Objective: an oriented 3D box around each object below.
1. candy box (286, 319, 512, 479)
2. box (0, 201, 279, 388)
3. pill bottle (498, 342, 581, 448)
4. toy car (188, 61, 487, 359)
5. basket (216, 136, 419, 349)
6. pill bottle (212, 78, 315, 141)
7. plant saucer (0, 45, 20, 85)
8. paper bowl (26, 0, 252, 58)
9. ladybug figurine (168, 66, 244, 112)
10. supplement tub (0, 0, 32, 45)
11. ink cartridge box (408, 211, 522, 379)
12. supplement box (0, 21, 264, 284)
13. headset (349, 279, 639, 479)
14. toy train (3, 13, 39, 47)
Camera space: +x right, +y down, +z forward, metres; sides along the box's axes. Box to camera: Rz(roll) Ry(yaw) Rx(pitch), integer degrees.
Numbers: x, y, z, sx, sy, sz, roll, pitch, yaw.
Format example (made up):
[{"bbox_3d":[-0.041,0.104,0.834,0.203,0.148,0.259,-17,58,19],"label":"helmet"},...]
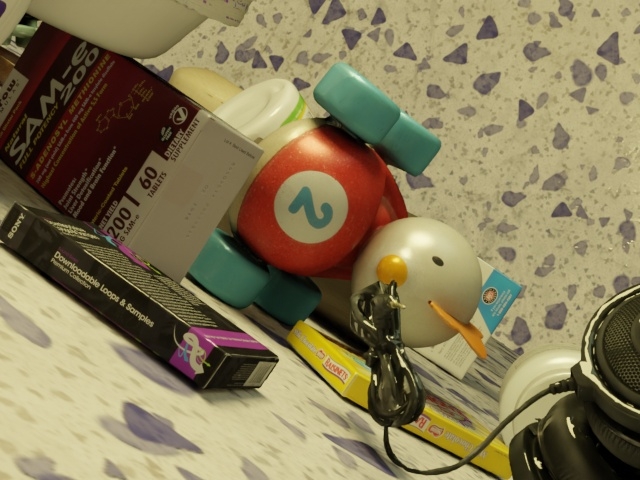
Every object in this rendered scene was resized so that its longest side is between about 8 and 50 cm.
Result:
[{"bbox_3d":[0.071,0.135,1.098,0.206,0.027,0.105,31,6,-35],"label":"candy box"},{"bbox_3d":[-0.110,0.036,0.801,0.162,0.029,0.116,36,3,15],"label":"box"},{"bbox_3d":[0.243,0.172,1.300,0.131,0.131,0.229,34,4,7],"label":"pill bottle"},{"bbox_3d":[0.053,0.014,1.113,0.238,0.219,0.210,41,6,26],"label":"toy car"},{"bbox_3d":[0.000,0.000,1.388,0.227,0.154,0.204,30,1,0],"label":"basket"},{"bbox_3d":[-0.030,-0.056,1.542,0.245,0.136,0.136,56,-7,-26],"label":"pill bottle"},{"bbox_3d":[-0.356,-0.191,1.662,0.198,0.036,0.198,34,3,-2],"label":"plant saucer"},{"bbox_3d":[-0.182,-0.242,1.002,0.284,0.148,0.284,28,9,-5],"label":"paper bowl"},{"bbox_3d":[-0.105,-0.119,1.915,0.305,0.162,0.449,33,3,-24],"label":"ladybug figurine"},{"bbox_3d":[-0.321,-0.225,0.714,0.241,0.241,0.331,35,3,19],"label":"supplement tub"},{"bbox_3d":[0.140,0.064,1.727,0.203,0.148,0.086,34,4,2],"label":"ink cartridge box"},{"bbox_3d":[-0.167,-0.080,1.041,0.239,0.130,0.073,35,4,41],"label":"supplement box"},{"bbox_3d":[0.216,0.117,0.948,0.394,0.243,0.185,7,41,-21],"label":"headset"},{"bbox_3d":[-0.429,-0.313,1.570,0.190,0.142,0.334,11,9,3],"label":"toy train"}]
